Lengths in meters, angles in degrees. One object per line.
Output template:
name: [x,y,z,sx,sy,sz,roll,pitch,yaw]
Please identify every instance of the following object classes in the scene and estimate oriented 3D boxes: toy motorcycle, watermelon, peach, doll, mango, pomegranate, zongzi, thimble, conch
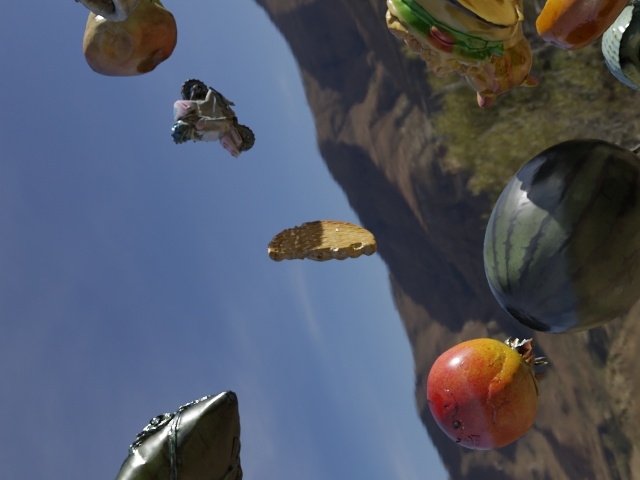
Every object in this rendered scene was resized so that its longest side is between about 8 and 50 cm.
toy motorcycle: [-0.304,-0.292,2.235,0.204,0.239,0.108,-49,-10,-37]
watermelon: [0.423,-0.017,1.401,0.359,0.278,0.279,-56,-37,-25]
peach: [-0.467,-0.494,2.050,0.214,0.235,0.214,51,-178,-2]
doll: [0.358,-0.436,1.792,0.162,0.166,0.270,-106,-4,-52]
mango: [0.431,-0.387,1.332,0.102,0.217,0.141,42,-139,10]
pomegranate: [0.310,0.275,1.591,0.210,0.235,0.210,44,169,11]
zongzi: [-0.242,0.508,1.760,0.362,0.319,0.383,50,164,4]
thimble: [-0.302,-0.377,1.229,0.090,0.102,0.115,-61,-17,-16]
conch: [0.599,-0.382,1.610,0.200,0.172,0.131,36,-169,-31]

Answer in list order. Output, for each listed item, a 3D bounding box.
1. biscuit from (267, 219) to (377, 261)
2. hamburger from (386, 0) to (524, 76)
biscuit: [0.000,0.001,1.796,0.144,0.224,0.033,-101,7,-62]
hamburger: [0.209,-0.376,1.443,0.237,0.149,0.237,21,-139,-19]
